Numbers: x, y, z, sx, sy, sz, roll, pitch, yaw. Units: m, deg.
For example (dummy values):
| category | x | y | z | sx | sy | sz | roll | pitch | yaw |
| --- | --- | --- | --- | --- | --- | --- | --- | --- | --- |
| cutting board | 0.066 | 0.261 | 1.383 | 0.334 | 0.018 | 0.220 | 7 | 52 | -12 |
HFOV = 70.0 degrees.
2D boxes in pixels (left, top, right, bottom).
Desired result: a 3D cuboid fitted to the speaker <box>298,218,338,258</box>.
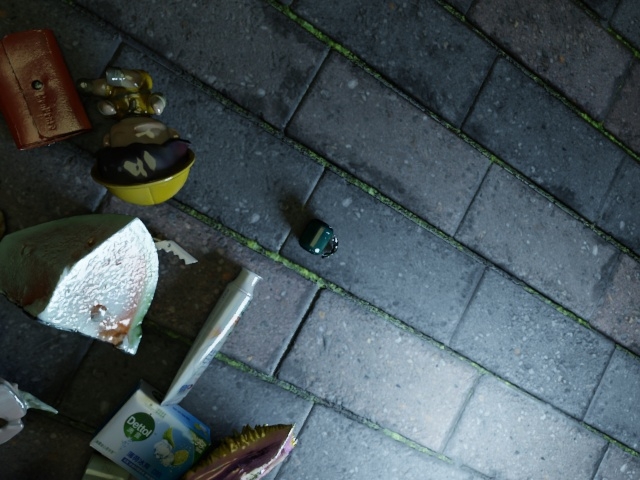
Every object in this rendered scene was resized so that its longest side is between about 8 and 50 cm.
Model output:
| category | x | y | z | sx | sy | sz | roll | pitch | yaw |
| --- | --- | --- | --- | --- | --- | --- | --- | --- | --- |
| speaker | 0.003 | 0.002 | 1.040 | 0.095 | 0.060 | 0.075 | 33 | 85 | -14 |

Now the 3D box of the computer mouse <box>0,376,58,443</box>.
| category | x | y | z | sx | sy | sz | roll | pitch | yaw |
| --- | --- | --- | --- | --- | --- | --- | --- | --- | --- |
| computer mouse | -0.681 | 0.296 | 0.801 | 0.390 | 0.115 | 0.199 | 16 | 113 | -12 |

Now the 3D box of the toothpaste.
| category | x | y | z | sx | sy | sz | roll | pitch | yaw |
| --- | --- | --- | --- | --- | --- | --- | --- | --- | --- |
| toothpaste | -0.232 | 0.205 | 0.974 | 0.066 | 0.100 | 0.323 | 29 | 81 | 12 |

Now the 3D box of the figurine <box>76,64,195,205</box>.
| category | x | y | z | sx | sy | sz | roll | pitch | yaw |
| --- | --- | --- | --- | --- | --- | --- | --- | --- | --- |
| figurine | -0.347 | -0.196 | 0.881 | 0.193 | 0.167 | 0.256 | -6 | 95 | 6 |

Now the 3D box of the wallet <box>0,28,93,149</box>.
| category | x | y | z | sx | sy | sz | roll | pitch | yaw |
| --- | --- | --- | --- | --- | --- | --- | --- | --- | --- |
| wallet | -0.551 | -0.291 | 0.884 | 0.143 | 0.045 | 0.204 | -21 | 98 | -14 |

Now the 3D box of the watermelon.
| category | x | y | z | sx | sy | sz | roll | pitch | yaw |
| --- | --- | --- | --- | --- | --- | --- | --- | --- | --- |
| watermelon | -0.419 | 0.076 | 0.830 | 0.290 | 0.213 | 0.320 | -41 | 106 | 10 |

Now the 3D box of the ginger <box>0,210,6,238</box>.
| category | x | y | z | sx | sy | sz | roll | pitch | yaw |
| --- | --- | --- | --- | --- | --- | --- | --- | --- | --- |
| ginger | -0.668 | 0.032 | 0.846 | 0.115 | 0.081 | 0.205 | 16 | 78 | -47 |

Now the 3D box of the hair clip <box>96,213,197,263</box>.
| category | x | y | z | sx | sy | sz | roll | pitch | yaw |
| --- | --- | --- | --- | --- | --- | --- | --- | --- | --- |
| hair clip | -0.366 | 0.001 | 0.952 | 0.226 | 0.034 | 0.072 | 12 | 88 | -16 |

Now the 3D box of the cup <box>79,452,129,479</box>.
| category | x | y | z | sx | sy | sz | roll | pitch | yaw |
| --- | --- | --- | --- | --- | --- | --- | --- | --- | --- |
| cup | -0.440 | 0.471 | 0.947 | 0.083 | 0.074 | 0.054 | 28 | 122 | -18 |

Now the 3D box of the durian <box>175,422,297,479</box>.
| category | x | y | z | sx | sy | sz | roll | pitch | yaw |
| --- | --- | --- | --- | --- | --- | --- | --- | --- | --- |
| durian | -0.202 | 0.483 | 0.951 | 0.341 | 0.191 | 0.112 | -33 | 70 | -18 |

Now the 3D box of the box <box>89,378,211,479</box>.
| category | x | y | z | sx | sy | sz | roll | pitch | yaw |
| --- | --- | --- | --- | --- | --- | --- | --- | --- | --- |
| box | -0.347 | 0.409 | 0.952 | 0.194 | 0.073 | 0.139 | 43 | 81 | -13 |
